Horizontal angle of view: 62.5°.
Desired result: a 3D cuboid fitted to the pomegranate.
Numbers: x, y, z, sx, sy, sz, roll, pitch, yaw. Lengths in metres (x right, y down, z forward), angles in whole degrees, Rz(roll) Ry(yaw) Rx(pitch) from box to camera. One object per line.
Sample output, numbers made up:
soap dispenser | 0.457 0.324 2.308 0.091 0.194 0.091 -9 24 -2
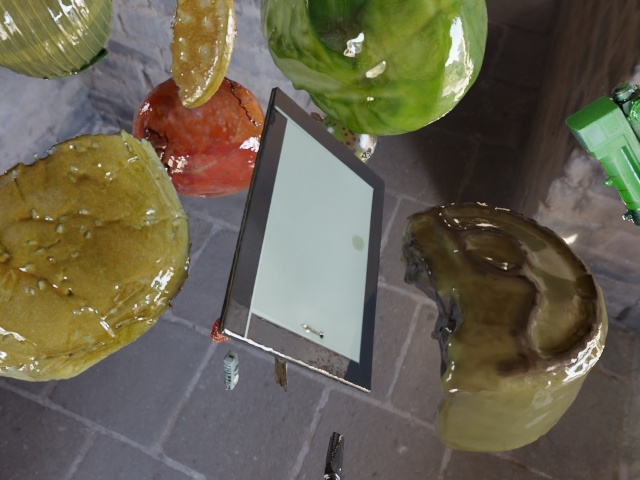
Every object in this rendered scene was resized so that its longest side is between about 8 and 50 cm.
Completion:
pomegranate | 0.053 -0.312 1.578 0.248 0.202 0.202 37 64 25

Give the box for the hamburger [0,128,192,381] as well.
hamburger | -0.276 0.032 0.578 0.309 0.132 0.211 -36 93 -16

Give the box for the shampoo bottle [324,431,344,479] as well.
shampoo bottle | 0.024 0.403 0.945 0.027 0.048 0.137 -18 19 14

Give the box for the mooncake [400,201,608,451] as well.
mooncake | 0.272 0.125 0.921 0.393 0.246 0.394 -37 54 -27

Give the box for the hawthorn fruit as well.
hawthorn fruit | -0.267 -0.206 1.069 0.308 0.276 0.276 -18 61 -34

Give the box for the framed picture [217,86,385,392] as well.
framed picture | 0.000 0.000 0.700 0.016 0.265 0.346 -16 55 37

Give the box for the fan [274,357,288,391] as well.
fan | -0.130 0.366 1.705 0.008 0.152 0.226 -2 93 -20

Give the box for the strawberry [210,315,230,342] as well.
strawberry | -0.266 0.245 1.442 0.083 0.073 0.073 -40 68 1

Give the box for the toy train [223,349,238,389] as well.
toy train | -0.299 0.441 1.764 0.047 0.207 0.043 20 48 9

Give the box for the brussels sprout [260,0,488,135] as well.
brussels sprout | 0.049 -0.244 0.594 0.272 0.219 0.210 11 50 37

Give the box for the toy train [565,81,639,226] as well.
toy train | 0.485 -0.122 0.805 0.119 0.251 0.085 -32 24 23

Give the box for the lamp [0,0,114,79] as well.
lamp | -0.481 -0.371 0.848 0.284 0.250 0.250 -26 64 -4

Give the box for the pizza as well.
pizza | -0.193 -0.342 0.889 0.127 0.246 0.058 16 26 22
